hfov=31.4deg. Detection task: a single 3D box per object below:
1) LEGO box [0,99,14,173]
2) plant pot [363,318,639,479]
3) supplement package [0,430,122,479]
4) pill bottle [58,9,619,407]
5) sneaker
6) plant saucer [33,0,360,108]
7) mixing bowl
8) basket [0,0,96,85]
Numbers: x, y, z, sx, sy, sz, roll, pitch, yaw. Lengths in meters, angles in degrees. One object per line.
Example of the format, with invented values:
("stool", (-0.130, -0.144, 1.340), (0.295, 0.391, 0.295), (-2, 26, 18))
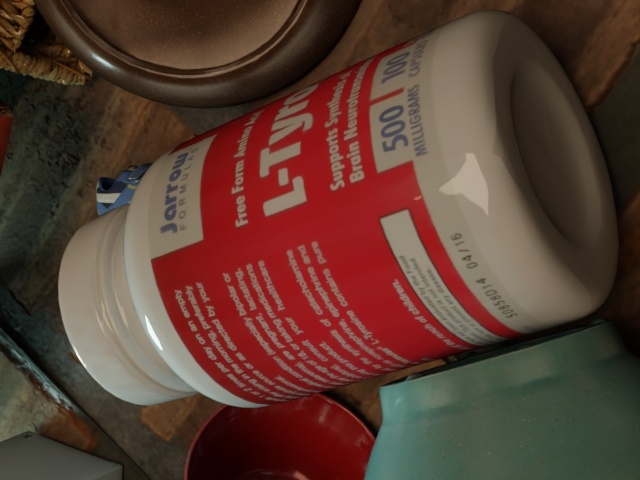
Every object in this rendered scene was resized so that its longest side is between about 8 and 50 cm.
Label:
("LEGO box", (-0.534, -0.060, 1.123), (0.500, 0.193, 0.372), (37, 116, 39))
("plant pot", (0.150, 0.169, 0.802), (0.293, 0.293, 0.196), (-19, 84, 31))
("supplement package", (-0.304, 0.344, 1.177), (0.139, 0.134, 0.244), (13, 105, 27))
("pill bottle", (0.000, 0.000, 0.885), (0.408, 0.229, 0.229), (-20, 88, 31))
("sneaker", (-0.158, -0.047, 1.071), (0.144, 0.053, 0.059), (-16, 89, 30))
("plant saucer", (-0.112, -0.251, 0.936), (0.311, 0.050, 0.310), (3, 115, 6))
("mixing bowl", (-0.036, 0.231, 1.000), (0.181, 0.181, 0.098), (45, 146, 15))
("basket", (-0.286, -0.309, 1.004), (0.223, 0.213, 0.299), (40, 116, 19))
